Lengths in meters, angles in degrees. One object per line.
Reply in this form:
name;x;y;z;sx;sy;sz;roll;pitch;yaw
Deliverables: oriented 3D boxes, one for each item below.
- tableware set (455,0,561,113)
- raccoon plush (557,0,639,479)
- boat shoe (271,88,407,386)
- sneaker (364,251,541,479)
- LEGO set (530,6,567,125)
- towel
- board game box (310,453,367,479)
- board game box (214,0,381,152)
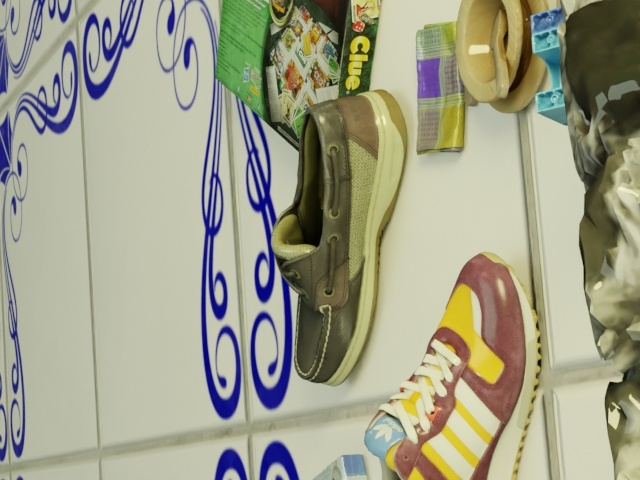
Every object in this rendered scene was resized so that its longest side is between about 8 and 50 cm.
tableware set;0.097;-0.169;0.936;0.128;0.039;0.194;-175;85;-68
raccoon plush;0.239;-0.013;0.513;0.446;0.299;0.216;-55;-46;-73
boat shoe;0.000;0.000;1.132;0.080;0.073;0.223;-123;39;-53
sneaker;0.070;0.097;0.951;0.069;0.084;0.185;-144;56;-63
LEGO set;0.149;-0.126;0.771;0.087;0.093;0.227;-12;72;36
towel;0.074;-0.094;1.034;0.060;0.009;0.083;-169;79;-68
board game box;0.014;0.208;1.177;0.090;0.020;0.090;131;135;-58
board game box;-0.023;-0.152;1.248;0.260;0.030;0.136;-134;46;-59
